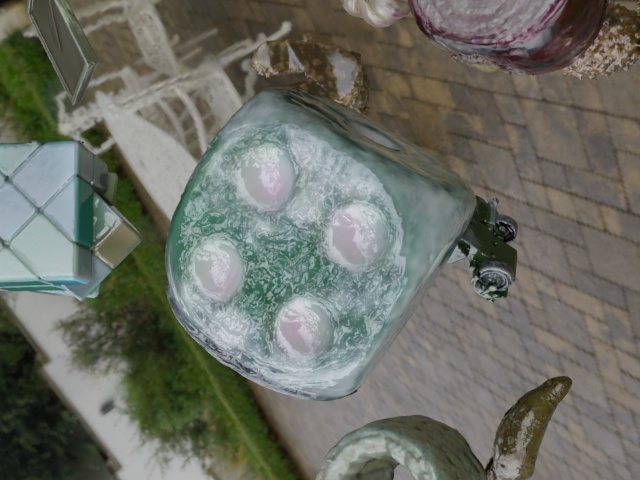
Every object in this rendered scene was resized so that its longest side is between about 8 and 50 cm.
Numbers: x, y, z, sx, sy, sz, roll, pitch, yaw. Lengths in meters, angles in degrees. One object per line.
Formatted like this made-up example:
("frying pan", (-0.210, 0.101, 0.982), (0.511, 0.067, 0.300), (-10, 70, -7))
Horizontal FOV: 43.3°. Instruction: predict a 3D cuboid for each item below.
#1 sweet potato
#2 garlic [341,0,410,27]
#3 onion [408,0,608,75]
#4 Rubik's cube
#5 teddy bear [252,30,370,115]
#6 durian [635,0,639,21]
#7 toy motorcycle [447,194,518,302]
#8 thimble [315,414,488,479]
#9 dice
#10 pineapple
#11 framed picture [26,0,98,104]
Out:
("sweet potato", (0.380, 0.388, 1.542), (0.098, 0.124, 0.310), (30, 126, 20))
("garlic", (0.137, -0.566, 1.676), (0.245, 0.160, 0.245), (22, 119, 45))
("onion", (0.335, -0.428, 1.402), (0.336, 0.282, 0.260), (14, -176, 34))
("Rubik's cube", (-0.368, -0.029, 1.093), (0.213, 0.265, 0.224), (73, -163, -80))
("teddy bear", (-0.014, -0.366, 1.872), (0.222, 0.296, 0.246), (146, 113, -75))
("durian", (0.702, -0.466, 1.504), (0.138, 0.237, 0.193), (-72, -15, -83))
("toy motorcycle", (0.299, -0.004, 1.653), (0.275, 0.205, 0.127), (30, 141, -15))
("thimble", (0.135, 0.443, 1.355), (0.195, 0.291, 0.291), (15, -157, -51))
("dice", (0.000, 0.000, 1.153), (0.328, 0.348, 0.330), (33, -164, 12))
("pineapple", (0.669, -0.414, 1.673), (0.340, 0.169, 0.169), (6, 140, 25))
("framed picture", (-0.342, -0.269, 1.056), (0.150, 0.015, 0.203), (64, 158, -5))
